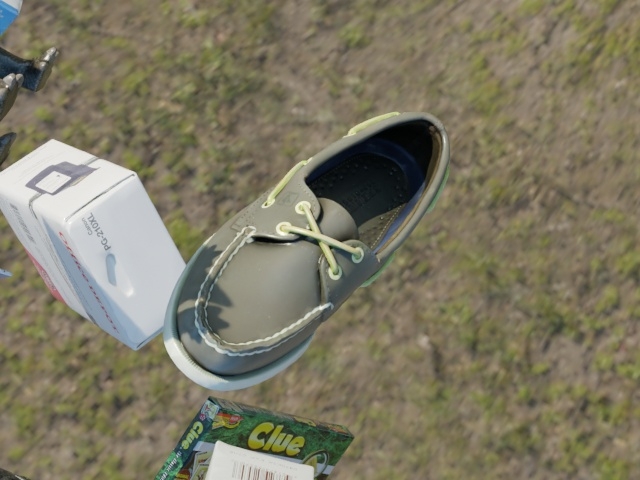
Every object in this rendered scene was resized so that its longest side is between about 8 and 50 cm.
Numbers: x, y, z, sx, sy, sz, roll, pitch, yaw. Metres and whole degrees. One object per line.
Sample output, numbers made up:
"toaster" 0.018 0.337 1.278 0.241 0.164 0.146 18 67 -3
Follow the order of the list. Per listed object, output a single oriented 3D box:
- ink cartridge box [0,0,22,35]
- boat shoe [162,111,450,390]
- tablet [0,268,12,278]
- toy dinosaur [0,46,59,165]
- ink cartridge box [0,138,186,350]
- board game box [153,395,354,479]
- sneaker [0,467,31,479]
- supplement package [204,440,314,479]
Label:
"ink cartridge box" -0.460 -0.271 1.729 0.171 0.168 0.232 29 128 -29
"boat shoe" -0.003 -0.003 1.142 0.109 0.305 0.091 45 136 1
"tablet" -0.337 0.029 1.489 0.083 0.054 0.006 -9 66 52
"toy dinosaur" -0.266 -0.091 0.943 0.160 0.121 0.313 31 126 -3
"ink cartridge box" -0.250 0.000 1.704 0.237 0.100 0.172 22 143 57
"board game box" -0.078 0.269 1.896 0.030 0.259 0.136 40 104 40
"sneaker" -0.333 0.250 1.204 0.100 0.271 0.108 15 116 39
"supplement package" -0.079 0.305 1.504 0.105 0.105 0.179 16 109 -5
